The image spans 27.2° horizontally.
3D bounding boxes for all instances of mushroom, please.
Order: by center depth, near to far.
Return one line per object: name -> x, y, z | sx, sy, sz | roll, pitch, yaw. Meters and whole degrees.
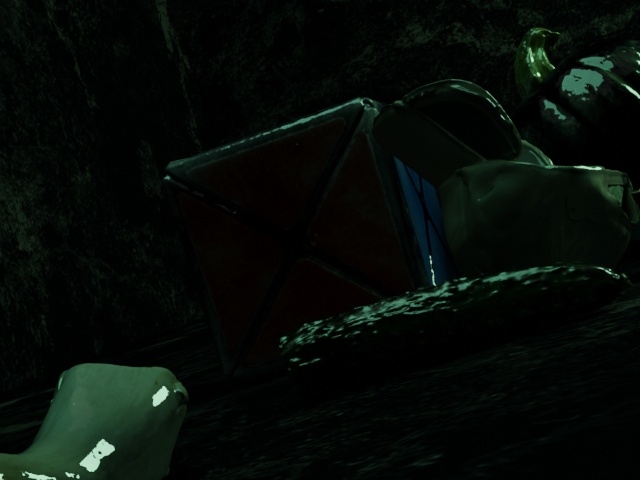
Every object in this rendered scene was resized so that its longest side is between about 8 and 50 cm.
mushroom -> -0.158, 0.137, 0.812 | 0.099, 0.096, 0.278 | -19, 4, 20

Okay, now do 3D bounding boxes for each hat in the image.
hat -> 0.165, -0.044, 1.267 | 0.161, 0.275, 0.232 | -57, -23, -1

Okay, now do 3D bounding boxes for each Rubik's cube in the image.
Rubik's cube -> 0.000, 0.000, 1.496 | 0.255, 0.259, 0.260 | -16, -3, 14

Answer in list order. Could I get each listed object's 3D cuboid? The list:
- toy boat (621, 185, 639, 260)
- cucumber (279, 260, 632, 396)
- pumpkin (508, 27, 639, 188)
toy boat -> 0.450, -0.056, 1.457 | 0.392, 0.079, 0.136 | -17, 3, -4
cucumber -> 0.111, 0.063, 1.102 | 0.294, 0.067, 0.067 | -17, 0, 9
pumpkin -> 0.318, -0.130, 1.624 | 0.296, 0.295, 0.296 | -18, 0, 0
